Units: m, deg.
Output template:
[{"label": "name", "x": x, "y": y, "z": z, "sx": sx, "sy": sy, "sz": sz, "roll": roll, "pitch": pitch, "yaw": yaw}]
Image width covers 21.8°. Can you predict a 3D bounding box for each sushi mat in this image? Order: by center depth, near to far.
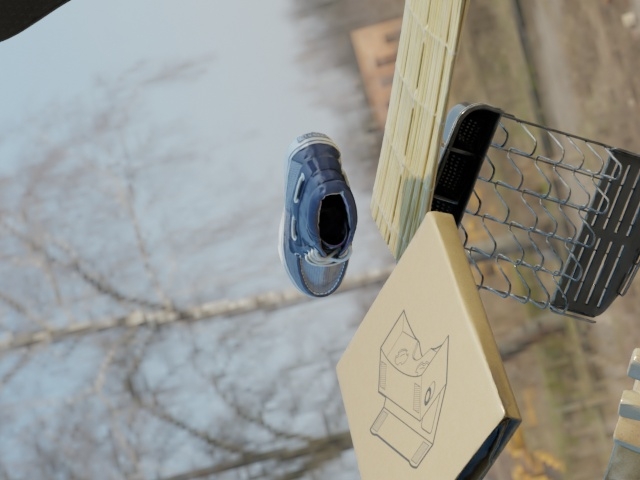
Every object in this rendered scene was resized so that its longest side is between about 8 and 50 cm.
[{"label": "sushi mat", "x": 0.091, "y": -0.133, "z": 1.506, "sx": 0.151, "sy": 0.019, "sz": 0.316, "roll": -118, "pitch": 31, "yaw": -57}]

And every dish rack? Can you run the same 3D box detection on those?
[{"label": "dish rack", "x": 0.220, "y": -0.020, "z": 1.685, "sx": 0.074, "sy": 0.272, "sz": 0.208, "roll": -124, "pitch": 51, "yaw": -65}]

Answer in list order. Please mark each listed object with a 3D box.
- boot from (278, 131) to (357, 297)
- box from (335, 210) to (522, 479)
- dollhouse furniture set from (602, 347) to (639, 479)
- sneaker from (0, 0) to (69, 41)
[{"label": "boot", "x": 0.000, "y": 0.000, "z": 1.507, "sx": 0.086, "sy": 0.069, "sz": 0.190, "roll": -110, "pitch": 10, "yaw": -47}, {"label": "box", "x": 0.067, "y": 0.102, "z": 1.123, "sx": 0.201, "sy": 0.021, "sz": 0.164, "roll": -103, "pitch": 34, "yaw": -49}, {"label": "dollhouse furniture set", "x": 0.293, "y": 0.026, "z": 1.085, "sx": 0.262, "sy": 0.135, "sz": 0.259, "roll": 89, "pitch": -158, "yaw": -51}, {"label": "sneaker", "x": -0.260, "y": -0.234, "z": 1.379, "sx": 0.145, "sy": 0.270, "sz": 0.090, "roll": 38, "pitch": 148, "yaw": 59}]
